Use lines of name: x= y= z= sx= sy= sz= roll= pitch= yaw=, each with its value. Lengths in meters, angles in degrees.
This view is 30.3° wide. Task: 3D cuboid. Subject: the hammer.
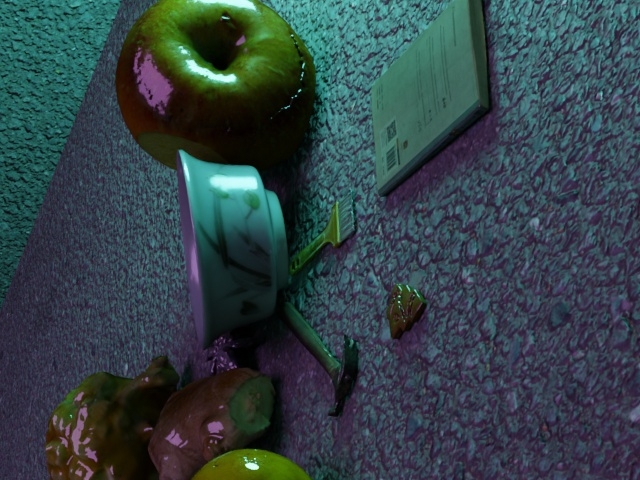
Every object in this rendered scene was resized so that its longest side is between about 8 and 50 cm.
hammer: x=-0.012 y=0.169 z=1.913 sx=0.297 sy=0.027 sz=0.125 roll=43 pitch=116 yaw=61

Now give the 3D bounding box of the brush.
brush: x=0.000 y=0.000 z=1.985 sx=0.218 sy=0.010 sz=0.082 roll=-43 pitch=41 yaw=48

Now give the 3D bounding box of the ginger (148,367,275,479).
ginger: x=-0.188 y=0.325 z=2.011 sx=0.275 sy=0.130 sz=0.221 roll=-52 pitch=23 yaw=7

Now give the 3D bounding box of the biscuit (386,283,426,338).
biscuit: x=0.121 y=0.099 z=1.694 sx=0.092 sy=0.016 sz=0.082 roll=-20 pitch=60 yaw=61

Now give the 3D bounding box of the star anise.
star anise: x=-0.169 y=0.206 z=2.165 sx=0.180 sy=0.061 sz=0.204 roll=-53 pitch=35 yaw=39

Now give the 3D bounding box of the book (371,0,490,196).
book: x=0.156 y=-0.216 z=1.765 sx=0.283 sy=0.025 sz=0.214 roll=-38 pitch=46 yaw=52

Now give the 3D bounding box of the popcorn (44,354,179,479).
popcorn: x=-0.391 y=0.389 z=2.292 sx=0.274 sy=0.279 sz=0.335 roll=117 pitch=144 yaw=-67

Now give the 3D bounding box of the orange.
orange: x=-0.102 y=0.424 z=1.730 sx=0.240 sy=0.240 sz=0.240 roll=-38 pitch=45 yaw=52

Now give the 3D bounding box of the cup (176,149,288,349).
cup: x=-0.148 y=0.006 z=2.042 sx=0.347 sy=0.163 sz=0.347 roll=173 pitch=90 yaw=-81

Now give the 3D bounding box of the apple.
apple: x=-0.193 y=-0.271 z=2.198 sx=0.384 sy=0.374 sz=0.374 roll=48 pitch=131 yaw=12
